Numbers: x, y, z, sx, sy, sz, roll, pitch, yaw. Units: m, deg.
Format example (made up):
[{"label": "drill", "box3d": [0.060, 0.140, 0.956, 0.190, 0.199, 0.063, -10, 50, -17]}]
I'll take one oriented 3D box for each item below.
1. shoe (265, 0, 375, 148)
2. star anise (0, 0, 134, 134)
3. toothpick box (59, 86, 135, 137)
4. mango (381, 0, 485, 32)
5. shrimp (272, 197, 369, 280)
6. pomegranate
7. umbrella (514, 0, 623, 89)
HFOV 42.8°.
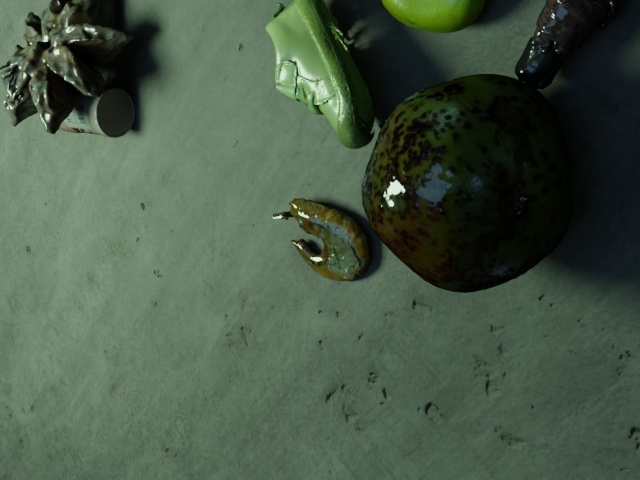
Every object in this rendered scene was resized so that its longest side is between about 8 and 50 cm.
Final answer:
[{"label": "shoe", "box3d": [0.005, -0.254, 1.248, 0.128, 0.140, 0.262, -23, 81, 29]}, {"label": "star anise", "box3d": [-0.497, -0.353, 1.555, 0.331, 0.117, 0.332, -13, 64, 29]}, {"label": "toothpick box", "box3d": [-0.453, -0.258, 1.616, 0.149, 0.098, 0.098, 11, 107, 35]}, {"label": "mango", "box3d": [0.148, -0.349, 1.135, 0.163, 0.089, 0.117, 46, 124, 19]}, {"label": "shrimp", "box3d": [-0.002, 0.000, 1.357, 0.187, 0.051, 0.132, 35, 119, 23]}, {"label": "pomegranate", "box3d": [0.170, -0.089, 1.100, 0.340, 0.285, 0.285, -137, 50, -61]}, {"label": "umbrella", "box3d": [0.339, -0.327, 0.994, 0.094, 0.090, 0.326, 38, 121, 21]}]
